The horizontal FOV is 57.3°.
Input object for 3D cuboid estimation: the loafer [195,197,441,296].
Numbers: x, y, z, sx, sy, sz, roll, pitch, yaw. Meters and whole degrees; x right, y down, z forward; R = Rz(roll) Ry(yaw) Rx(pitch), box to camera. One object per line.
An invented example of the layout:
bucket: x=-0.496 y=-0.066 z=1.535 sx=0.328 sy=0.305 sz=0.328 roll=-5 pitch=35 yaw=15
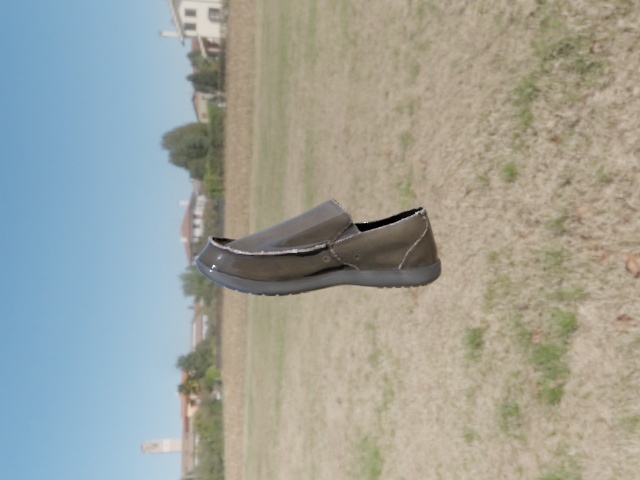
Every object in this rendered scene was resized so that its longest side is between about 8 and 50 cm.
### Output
loafer: x=0.000 y=0.000 z=0.522 sx=0.080 sy=0.219 sz=0.079 roll=-139 pitch=48 yaw=-74
